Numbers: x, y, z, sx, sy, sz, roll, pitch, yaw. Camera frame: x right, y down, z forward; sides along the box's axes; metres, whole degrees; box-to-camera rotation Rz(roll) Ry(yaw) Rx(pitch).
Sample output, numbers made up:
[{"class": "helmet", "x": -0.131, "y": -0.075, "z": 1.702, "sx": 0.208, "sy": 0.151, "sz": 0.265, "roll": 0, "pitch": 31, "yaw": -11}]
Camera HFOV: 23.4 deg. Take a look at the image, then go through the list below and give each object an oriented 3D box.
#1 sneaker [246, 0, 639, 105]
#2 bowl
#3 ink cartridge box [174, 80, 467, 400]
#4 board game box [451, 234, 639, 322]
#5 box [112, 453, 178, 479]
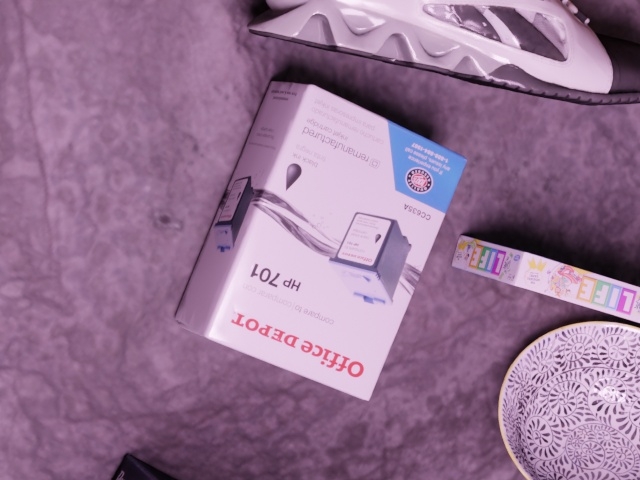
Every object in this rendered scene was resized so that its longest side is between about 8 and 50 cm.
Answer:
[{"class": "sneaker", "x": 0.121, "y": -0.182, "z": 1.111, "sx": 0.330, "sy": 0.122, "sz": 0.146, "roll": 11, "pitch": 94, "yaw": -23}, {"class": "bowl", "x": 0.218, "y": 0.155, "z": 1.200, "sx": 0.170, "sy": 0.170, "sz": 0.080, "roll": -25, "pitch": 148, "yaw": -17}, {"class": "ink cartridge box", "x": 0.000, "y": 0.000, "z": 1.108, "sx": 0.139, "sy": 0.082, "sz": 0.191, "roll": 23, "pitch": 86, "yaw": -23}, {"class": "board game box", "x": 0.190, "y": 0.034, "z": 1.176, "sx": 0.154, "sy": 0.103, "sz": 0.026, "roll": 17, "pitch": 90, "yaw": -22}, {"class": "box", "x": -0.095, "y": 0.329, "z": 0.995, "sx": 0.182, "sy": 0.296, "sz": 0.294, "roll": 34, "pitch": 82, "yaw": -22}]
